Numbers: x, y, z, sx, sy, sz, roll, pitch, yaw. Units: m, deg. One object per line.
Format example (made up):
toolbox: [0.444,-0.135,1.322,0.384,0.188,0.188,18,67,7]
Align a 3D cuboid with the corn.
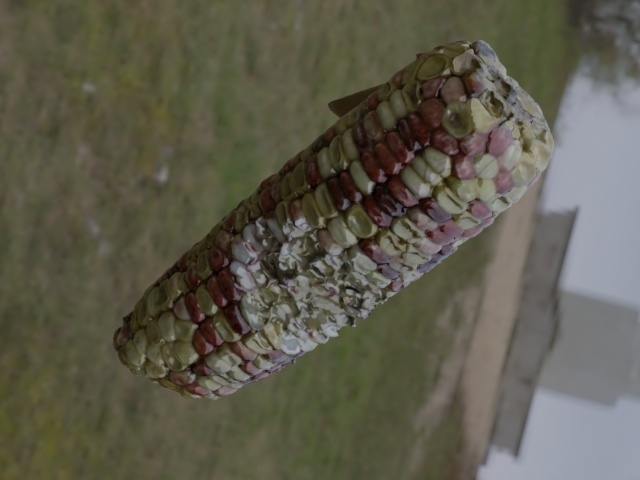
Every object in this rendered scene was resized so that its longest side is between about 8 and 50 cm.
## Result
corn: [0.000,0.000,1.004,0.290,0.098,0.098,-37,-163,25]

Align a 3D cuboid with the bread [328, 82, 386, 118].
bread: [0.075,-0.109,1.467,0.139,0.074,0.084,44,-67,55]
